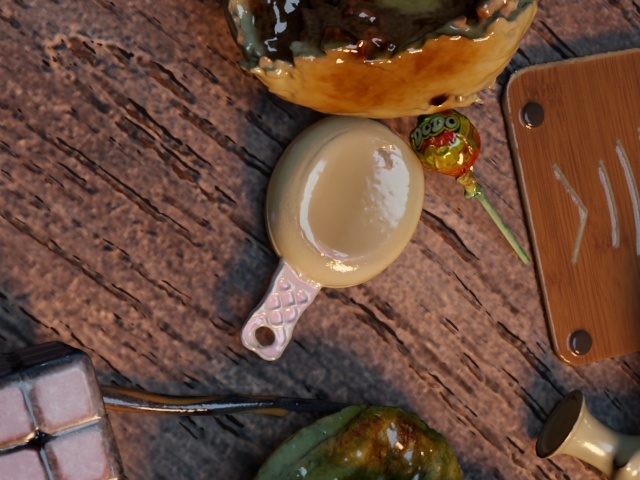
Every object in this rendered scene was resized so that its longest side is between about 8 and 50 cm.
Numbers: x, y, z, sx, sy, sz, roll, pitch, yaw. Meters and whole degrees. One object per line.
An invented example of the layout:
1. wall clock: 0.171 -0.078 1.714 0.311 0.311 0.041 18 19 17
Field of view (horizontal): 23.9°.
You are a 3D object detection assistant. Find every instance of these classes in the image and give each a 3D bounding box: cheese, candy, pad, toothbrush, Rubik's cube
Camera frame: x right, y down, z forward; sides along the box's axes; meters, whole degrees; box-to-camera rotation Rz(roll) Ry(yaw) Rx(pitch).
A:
1. cheese: 0.000 0.000 1.304 0.137 0.064 0.227 34 77 -14
2. candy: 0.142 -0.042 1.342 0.060 0.060 0.201 -51 130 -16
3. pad: 0.321 -0.045 1.452 0.284 0.018 0.286 -12 92 -21
4. toothbrush: -0.063 0.143 1.292 0.321 0.023 0.031 9 77 -19
5. Rubik's cube: -0.259 0.214 1.098 0.238 0.237 0.237 -15 92 -16

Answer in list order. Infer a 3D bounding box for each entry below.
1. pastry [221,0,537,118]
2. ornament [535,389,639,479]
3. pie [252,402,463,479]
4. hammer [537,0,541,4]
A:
1. pastry: 0.039 -0.200 1.278 0.256 0.170 0.237 -7 50 -9
2. ornament: 0.283 0.204 1.388 0.156 0.081 0.075 30 93 -13
3. pie: 0.037 0.278 1.267 0.277 0.078 0.277 5 81 -33
4. hammer: 0.261 -0.338 1.444 0.058 0.029 0.292 44 72 -15
